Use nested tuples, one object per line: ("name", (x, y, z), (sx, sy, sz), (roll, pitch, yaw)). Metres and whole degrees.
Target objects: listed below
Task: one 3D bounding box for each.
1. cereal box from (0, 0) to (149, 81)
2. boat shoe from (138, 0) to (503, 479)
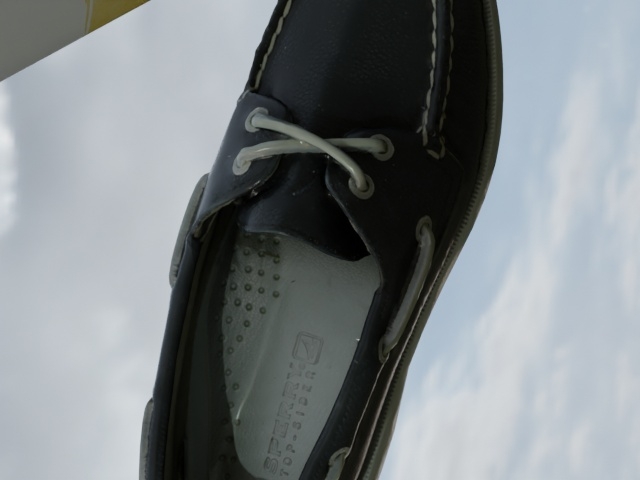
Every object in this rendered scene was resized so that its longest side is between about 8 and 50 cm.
("cereal box", (-0.159, -0.092, 0.455), (0.240, 0.047, 0.173), (-32, -38, -11))
("boat shoe", (0.000, 0.000, 0.670), (0.091, 0.114, 0.303), (0, -81, -71))
